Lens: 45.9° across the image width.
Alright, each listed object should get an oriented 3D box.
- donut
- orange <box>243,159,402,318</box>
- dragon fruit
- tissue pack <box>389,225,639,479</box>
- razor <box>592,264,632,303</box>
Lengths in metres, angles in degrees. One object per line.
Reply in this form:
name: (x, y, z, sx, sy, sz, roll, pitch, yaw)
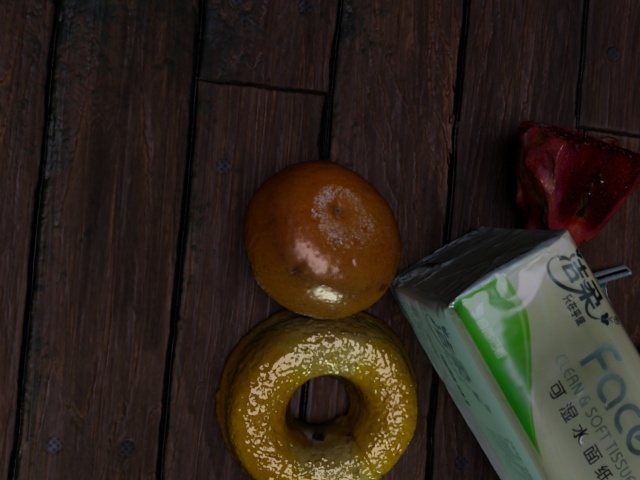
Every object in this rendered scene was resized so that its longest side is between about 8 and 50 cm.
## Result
donut: (0.004, 0.234, 1.072, 0.303, 0.110, 0.302, 0, 90, -9)
orange: (0.000, 0.000, 1.042, 0.224, 0.170, 0.224, 10, 64, -21)
dragon fruit: (0.344, -0.070, 1.120, 0.262, 0.134, 0.211, 6, 105, -45)
tissue pack: (0.291, 0.190, 1.008, 0.205, 0.332, 0.404, -30, 95, -7)
razor: (0.461, 0.149, 1.192, 0.084, 0.036, 0.211, -11, 96, -29)
